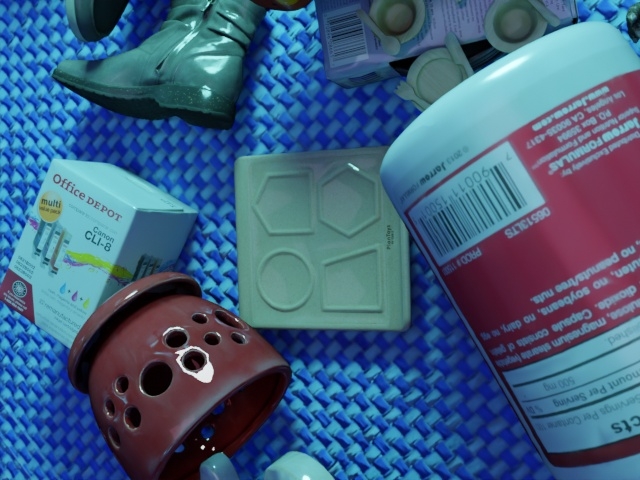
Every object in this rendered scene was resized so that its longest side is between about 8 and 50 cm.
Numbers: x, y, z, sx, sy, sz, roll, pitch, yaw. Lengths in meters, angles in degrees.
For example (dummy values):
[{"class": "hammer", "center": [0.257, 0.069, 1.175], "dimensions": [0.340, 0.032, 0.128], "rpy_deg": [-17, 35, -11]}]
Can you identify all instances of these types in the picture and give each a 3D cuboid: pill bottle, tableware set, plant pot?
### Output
[{"class": "pill bottle", "center": [0.239, 0.055, 0.556], "dimensions": [0.229, 0.229, 0.408], "rpy_deg": [-32, 81, 18]}, {"class": "tableware set", "center": [0.122, -0.205, 0.635], "dimensions": [0.168, 0.020, 0.141], "rpy_deg": [-39, 81, 18]}, {"class": "plant pot", "center": [-0.154, 0.145, 0.728], "dimensions": [0.174, 0.191, 0.191], "rpy_deg": [40, 104, 22]}]

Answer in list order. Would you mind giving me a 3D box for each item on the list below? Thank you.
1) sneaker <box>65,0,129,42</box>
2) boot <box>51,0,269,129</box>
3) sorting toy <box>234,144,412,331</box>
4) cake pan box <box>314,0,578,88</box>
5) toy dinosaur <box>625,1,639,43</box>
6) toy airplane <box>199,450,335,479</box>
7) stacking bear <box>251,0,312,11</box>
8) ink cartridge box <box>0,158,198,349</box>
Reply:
[{"class": "sneaker", "center": [-0.189, -0.311, 0.753], "dimensions": [0.118, 0.083, 0.222], "rpy_deg": [18, 85, 7]}, {"class": "boot", "center": [-0.181, -0.223, 0.796], "dimensions": [0.246, 0.083, 0.161], "rpy_deg": [12, 83, 20]}, {"class": "sorting toy", "center": [0.000, 0.000, 0.748], "dimensions": [0.208, 0.038, 0.193], "rpy_deg": [-2, 91, 25]}, {"class": "cake pan box", "center": [0.109, -0.297, 0.681], "dimensions": [0.245, 0.070, 0.267], "rpy_deg": [-10, 88, 22]}, {"class": "toy dinosaur", "center": [0.362, -0.179, 0.583], "dimensions": [0.160, 0.121, 0.313], "rpy_deg": [-37, 74, 5]}, {"class": "toy airplane", "center": [-0.016, 0.378, 0.624], "dimensions": [0.384, 0.272, 0.386], "rpy_deg": [-31, 102, 40]}, {"class": "stacking bear", "center": [0.033, -0.303, 0.595], "dimensions": [0.289, 0.175, 0.164], "rpy_deg": [-25, 53, 29]}, {"class": "ink cartridge box", "center": [-0.250, 0.013, 0.787], "dimensions": [0.128, 0.127, 0.176], "rpy_deg": [29, 100, 18]}]
